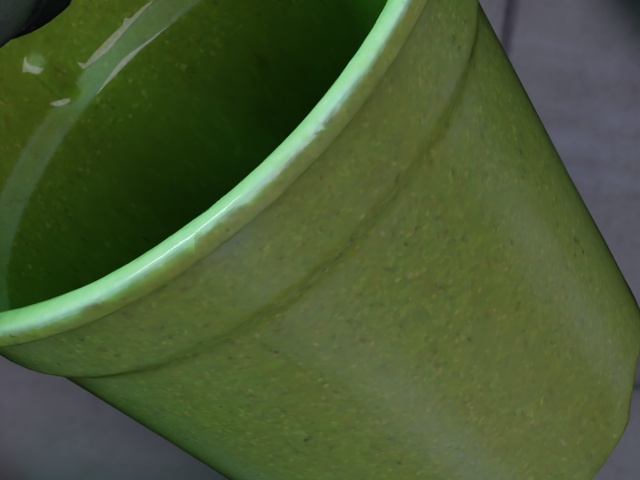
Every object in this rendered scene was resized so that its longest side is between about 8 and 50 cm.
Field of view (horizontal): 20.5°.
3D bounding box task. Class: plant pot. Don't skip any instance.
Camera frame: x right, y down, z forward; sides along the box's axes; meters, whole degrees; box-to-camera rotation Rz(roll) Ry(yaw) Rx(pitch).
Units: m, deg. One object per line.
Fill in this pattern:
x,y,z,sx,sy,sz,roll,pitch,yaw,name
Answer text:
0.000,0.000,0.743,0.276,0.276,0.254,-49,125,-9,plant pot

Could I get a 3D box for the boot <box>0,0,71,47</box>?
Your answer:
-0.177,-0.199,0.585,0.118,0.222,0.338,-14,106,18,boot
